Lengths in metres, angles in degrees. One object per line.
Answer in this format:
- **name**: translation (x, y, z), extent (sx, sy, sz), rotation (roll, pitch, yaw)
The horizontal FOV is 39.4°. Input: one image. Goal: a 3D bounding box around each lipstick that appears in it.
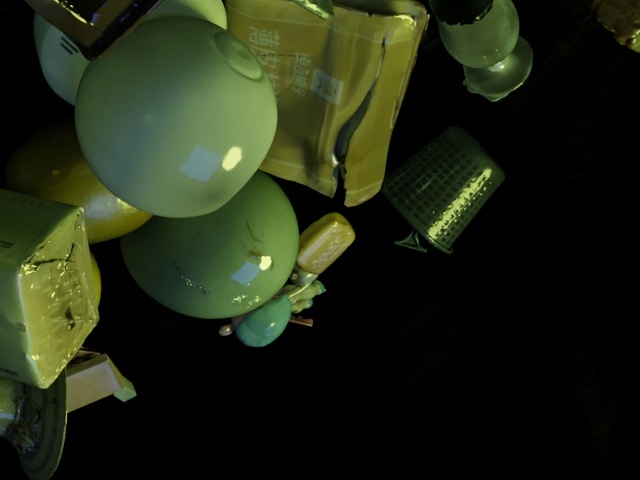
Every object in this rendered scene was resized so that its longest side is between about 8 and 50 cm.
- **lipstick**: translation (-0.379, 0.268, 1.663), extent (0.030, 0.030, 0.129), rotation (-27, 157, -4)

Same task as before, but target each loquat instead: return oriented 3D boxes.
- **loquat**: translation (-0.245, -0.070, 0.972), extent (0.195, 0.152, 0.152), rotation (-26, 157, -17)

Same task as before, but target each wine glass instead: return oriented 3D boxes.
- **wine glass**: translation (0.202, -0.265, 1.136), extent (0.103, 0.103, 0.222), rotation (-34, 156, 12)

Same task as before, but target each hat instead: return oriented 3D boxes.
- **hat**: translation (-0.444, 0.216, 1.244), extent (0.110, 0.252, 0.252), rotation (2, 144, -35)

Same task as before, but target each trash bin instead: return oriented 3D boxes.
- **trash bin**: translation (0.200, -0.092, 1.426), extent (0.161, 0.175, 0.175), rotation (-46, 153, 14)

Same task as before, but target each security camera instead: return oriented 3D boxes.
- **security camera**: translation (-0.148, -0.135, 0.841), extent (0.194, 0.236, 0.194), rotation (-24, 154, -12)

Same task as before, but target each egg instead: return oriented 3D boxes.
- **egg**: translation (-0.139, -0.006, 1.102), extent (0.203, 0.203, 0.282), rotation (-16, -163, -27)

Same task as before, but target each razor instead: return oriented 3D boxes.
- **razor**: translation (0.181, -0.044, 1.657), extent (0.066, 0.033, 0.190), rotation (15, 149, 5)

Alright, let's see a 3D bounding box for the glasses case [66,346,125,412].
- **glasses case**: translation (-0.439, 0.232, 1.499), extent (0.193, 0.070, 0.102), rotation (-23, 128, -8)

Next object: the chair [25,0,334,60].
- **chair**: translation (-0.144, -0.248, 0.721), extent (0.186, 0.160, 0.319), rotation (-39, 154, 11)

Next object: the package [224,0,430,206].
- **package**: translation (0.012, -0.177, 1.020), extent (0.221, 0.165, 0.311), rotation (-20, 155, -18)

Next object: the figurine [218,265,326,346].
- **figurine**: translation (-0.055, 0.112, 1.604), extent (0.205, 0.103, 0.260), rotation (-36, 168, 27)

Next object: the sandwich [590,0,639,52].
- **sandwich**: translation (0.562, -0.389, 1.238), extent (0.262, 0.131, 0.325), rotation (4, 140, -49)

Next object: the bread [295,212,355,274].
- **bread**: translation (0.000, 0.000, 1.503), extent (0.115, 0.056, 0.082), rotation (-47, 134, 12)

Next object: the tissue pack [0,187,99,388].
- **tissue pack**: translation (-0.353, 0.032, 0.895), extent (0.125, 0.234, 0.159), rotation (-59, 158, -50)

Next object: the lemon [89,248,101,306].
- **lemon**: translation (-0.351, 0.051, 1.073), extent (0.173, 0.173, 0.206), rotation (-19, 155, -20)
